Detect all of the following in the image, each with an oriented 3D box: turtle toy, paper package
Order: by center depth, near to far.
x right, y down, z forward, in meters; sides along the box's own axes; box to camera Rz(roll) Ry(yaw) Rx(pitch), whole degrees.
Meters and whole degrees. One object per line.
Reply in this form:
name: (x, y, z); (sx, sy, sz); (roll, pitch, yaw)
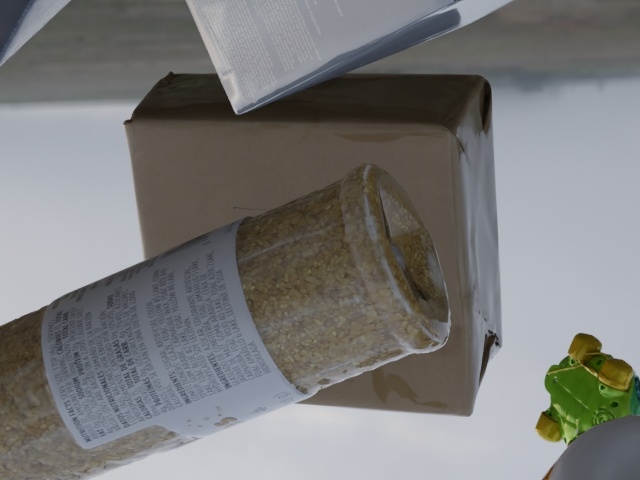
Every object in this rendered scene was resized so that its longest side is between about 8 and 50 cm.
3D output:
turtle toy: (0.218, 0.125, 1.391); (0.066, 0.095, 0.130); (15, -165, -25)
paper package: (0.000, 0.000, 1.689); (0.325, 0.309, 0.168); (1, -158, 16)

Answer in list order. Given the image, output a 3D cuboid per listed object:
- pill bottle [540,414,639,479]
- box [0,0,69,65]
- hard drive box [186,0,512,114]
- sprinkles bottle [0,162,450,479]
pill bottle: (0.174, 0.246, 1.138); (0.162, 0.162, 0.278); (-4, 146, -24)
box: (-0.197, -0.488, 1.577); (0.472, 0.297, 0.480); (-54, -175, -39)
hard drive box: (0.059, -0.161, 0.956); (0.181, 0.089, 0.232); (-25, -177, -32)
sprinkles bottle: (-0.101, 0.071, 1.079); (0.355, 0.121, 0.121); (-23, 179, 17)
